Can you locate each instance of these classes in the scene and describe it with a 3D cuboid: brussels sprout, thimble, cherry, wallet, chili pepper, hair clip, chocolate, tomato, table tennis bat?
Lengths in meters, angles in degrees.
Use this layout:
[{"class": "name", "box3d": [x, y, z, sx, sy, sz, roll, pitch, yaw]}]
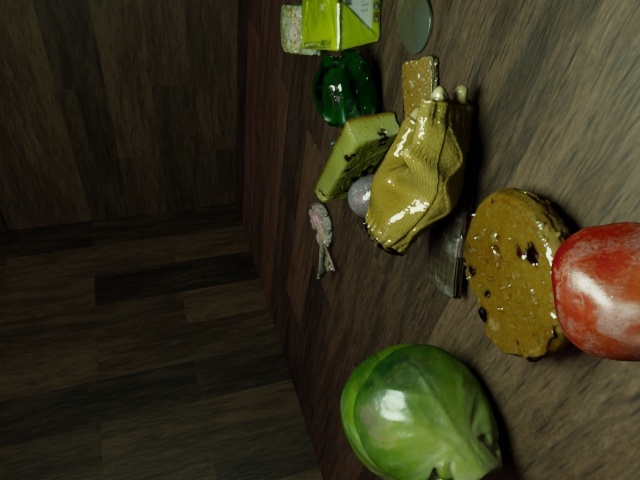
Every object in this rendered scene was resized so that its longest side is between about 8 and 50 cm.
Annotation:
[{"class": "brussels sprout", "box3d": [0.212, 0.378, 1.063, 0.355, 0.289, 0.281, 43, 154, 44]}, {"class": "thimble", "box3d": [-0.048, -0.672, 1.601, 0.190, 0.137, 0.143, 34, 130, 46]}, {"class": "cherry", "box3d": [0.151, -0.138, 1.336, 0.115, 0.188, 0.148, 33, 132, 13]}, {"class": "wallet", "box3d": [0.273, -0.001, 1.074, 0.124, 0.042, 0.230, -137, 48, -63]}, {"class": "chili pepper", "box3d": [0.070, -0.358, 1.329, 0.174, 0.165, 0.261, 46, 156, 48]}, {"class": "hair clip", "box3d": [0.007, 0.002, 1.840, 0.173, 0.069, 0.300, 117, 151, -58]}, {"class": "chocolate", "box3d": [0.046, -0.653, 1.318, 0.301, 0.137, 0.288, -132, 37, -61]}, {"class": "tomato", "box3d": [0.378, 0.063, 0.625, 0.187, 0.152, 0.187, 177, 90, -70]}, {"class": "table tennis bat", "box3d": [0.193, -0.526, 1.120, 0.131, 0.022, 0.234, 121, 135, -64]}]

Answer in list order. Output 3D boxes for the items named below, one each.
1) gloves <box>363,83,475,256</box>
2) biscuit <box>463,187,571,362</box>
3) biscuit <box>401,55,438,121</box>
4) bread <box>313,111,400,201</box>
[{"class": "gloves", "box3d": [0.202, -0.137, 0.998, 0.203, 0.155, 0.356, -99, 25, -59]}, {"class": "biscuit", "box3d": [0.339, 0.054, 0.853, 0.296, 0.075, 0.295, 172, 90, -77]}, {"class": "biscuit", "box3d": [0.223, -0.286, 1.124, 0.131, 0.025, 0.230, -148, 52, -65]}, {"class": "bread", "box3d": [0.090, -0.213, 1.381, 0.361, 0.138, 0.077, 122, 129, -64]}]
